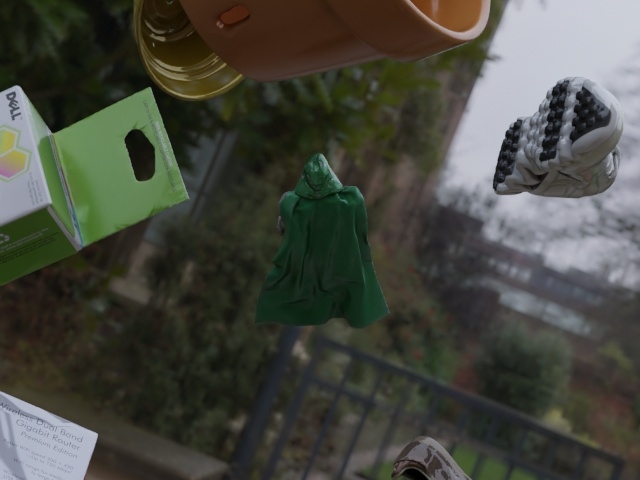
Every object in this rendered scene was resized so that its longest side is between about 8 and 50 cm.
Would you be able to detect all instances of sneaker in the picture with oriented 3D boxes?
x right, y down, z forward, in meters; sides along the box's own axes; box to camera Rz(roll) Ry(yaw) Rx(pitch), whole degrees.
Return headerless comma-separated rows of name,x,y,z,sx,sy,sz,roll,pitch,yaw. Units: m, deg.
sneaker,0.164,0.323,1.825,0.188,0.071,0.066,41,-36,13
sneaker,0.288,-0.105,1.685,0.118,0.110,0.292,17,-10,-7

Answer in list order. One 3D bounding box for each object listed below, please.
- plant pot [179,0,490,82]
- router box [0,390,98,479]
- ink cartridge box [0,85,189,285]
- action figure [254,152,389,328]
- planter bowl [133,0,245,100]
plant pot,-0.006,-0.274,1.364,0.203,0.291,0.291,-23,-30,29
router box,-0.425,0.256,1.548,0.335,0.082,0.301,25,33,-11
ink cartridge box,-0.297,-0.083,1.660,0.097,0.255,0.189,62,5,-53
action figure,0.000,0.000,1.449,0.137,0.063,0.232,-7,-36,-5
planter bowl,-0.161,-0.287,1.846,0.090,0.217,0.217,27,1,42
